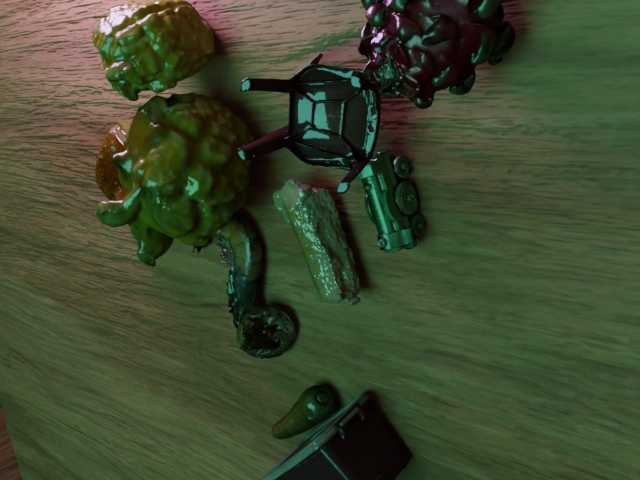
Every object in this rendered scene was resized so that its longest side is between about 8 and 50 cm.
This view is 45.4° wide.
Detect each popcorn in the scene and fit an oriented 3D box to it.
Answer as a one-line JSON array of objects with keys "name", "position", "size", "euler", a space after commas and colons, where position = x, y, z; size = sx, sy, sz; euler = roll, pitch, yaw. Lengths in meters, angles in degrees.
[{"name": "popcorn", "position": [-0.321, -0.386, 1.503], "size": [0.286, 0.225, 0.174], "euler": [-120, 13, -67]}, {"name": "popcorn", "position": [-0.270, -0.128, 1.519], "size": [0.279, 0.274, 0.336], "euler": [-7, 77, 29]}]

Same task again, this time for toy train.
[{"name": "toy train", "position": [0.116, -0.063, 1.287], "size": [0.071, 0.104, 0.178], "euler": [-9, 102, 42]}]

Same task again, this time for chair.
[{"name": "chair", "position": [0.011, -0.200, 1.229], "size": [0.183, 0.326, 0.176], "euler": [11, 110, 15]}]

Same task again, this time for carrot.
[{"name": "carrot", "position": [-0.052, 0.398, 1.697], "size": [0.078, 0.078, 0.298], "euler": [55, 143, 11]}]

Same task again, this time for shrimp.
[{"name": "shrimp", "position": [-0.211, 0.064, 1.705], "size": [0.222, 0.054, 0.290], "euler": [18, 120, 38]}]

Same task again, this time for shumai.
[{"name": "shumai", "position": [-0.127, 0.211, 1.641], "size": [0.123, 0.105, 0.139], "euler": [43, 146, -5]}]

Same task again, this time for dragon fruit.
[{"name": "dragon fruit", "position": [0.164, -0.322, 1.048], "size": [0.218, 0.198, 0.273], "euler": [22, 125, 17]}]

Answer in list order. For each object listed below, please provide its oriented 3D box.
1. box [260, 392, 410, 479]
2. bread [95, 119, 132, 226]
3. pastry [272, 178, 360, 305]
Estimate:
[{"name": "box", "position": [0.031, 0.463, 1.550], "size": [0.167, 0.193, 0.294], "euler": [50, 136, 9]}, {"name": "bread", "position": [-0.424, -0.139, 1.786], "size": [0.234, 0.110, 0.184], "euler": [45, 133, 22]}, {"name": "pastry", "position": [-0.003, 0.003, 1.446], "size": [0.121, 0.089, 0.259], "euler": [-18, 94, 51]}]
